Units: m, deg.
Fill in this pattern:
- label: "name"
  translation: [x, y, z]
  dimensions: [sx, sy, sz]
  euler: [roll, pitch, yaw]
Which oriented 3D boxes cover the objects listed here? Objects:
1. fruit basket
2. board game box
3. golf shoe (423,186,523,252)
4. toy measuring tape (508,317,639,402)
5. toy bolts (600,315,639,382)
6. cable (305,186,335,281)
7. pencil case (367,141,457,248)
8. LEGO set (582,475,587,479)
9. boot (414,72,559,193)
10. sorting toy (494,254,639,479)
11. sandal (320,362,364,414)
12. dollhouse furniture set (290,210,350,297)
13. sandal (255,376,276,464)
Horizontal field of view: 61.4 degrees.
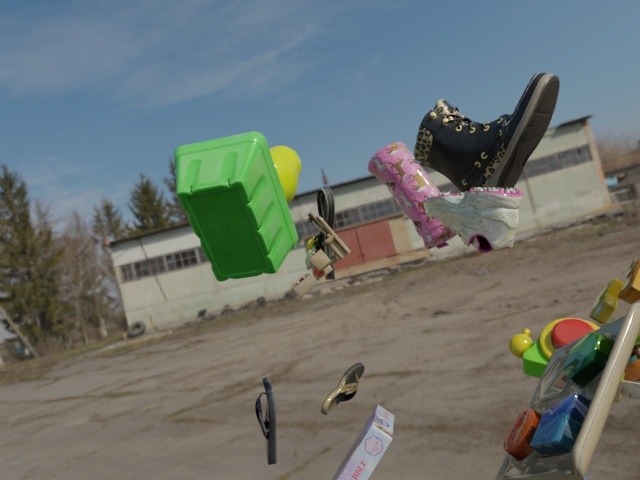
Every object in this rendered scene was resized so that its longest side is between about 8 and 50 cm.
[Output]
- label: "fruit basket"
  translation: [-0.196, -0.125, 1.444]
  dimensions: [0.282, 0.393, 0.392]
  euler: [-9, -2, 10]
- label: "board game box"
  translation: [0.088, 0.616, 1.445]
  dimensions: [0.318, 0.065, 0.318]
  euler: [-58, -12, -3]
- label: "golf shoe"
  translation: [0.321, -0.044, 1.191]
  dimensions: [0.115, 0.140, 0.306]
  euler: [-3, 3, -17]
- label: "toy measuring tape"
  translation: [0.477, 0.197, 0.871]
  dimensions: [0.330, 0.122, 0.121]
  euler: [10, 11, 32]
- label: "toy bolts"
  translation: [0.594, 0.254, 1.050]
  dimensions: [0.228, 0.159, 0.218]
  euler: [9, -36, -43]
- label: "cable"
  translation: [0.000, 0.000, 1.398]
  dimensions: [0.072, 0.140, 0.287]
  euler: [-11, -40, -11]
- label: "pencil case"
  translation: [0.322, -0.152, 1.829]
  dimensions: [0.160, 0.386, 0.167]
  euler: [-40, -21, 18]
- label: "LEGO set"
  translation: [0.833, 0.848, 1.769]
  dimensions: [0.087, 0.227, 0.093]
  euler: [-8, -10, -34]
- label: "boot"
  translation: [0.412, -0.289, 1.394]
  dimensions: [0.138, 0.284, 0.378]
  euler: [-20, -42, -39]
- label: "sorting toy"
  translation: [0.312, 0.156, 0.666]
  dimensions: [0.307, 0.041, 0.229]
  euler: [-52, -14, -26]
- label: "sandal"
  translation: [0.069, 0.407, 1.453]
  dimensions: [0.049, 0.072, 0.180]
  euler: [25, 48, 30]
- label: "dollhouse furniture set"
  translation: [-0.032, 0.027, 1.185]
  dimensions: [0.151, 0.123, 0.144]
  euler: [-41, 2, -7]
- label: "sandal"
  translation: [-0.156, 0.519, 1.535]
  dimensions: [0.054, 0.255, 0.097]
  euler: [-2, 6, -10]
